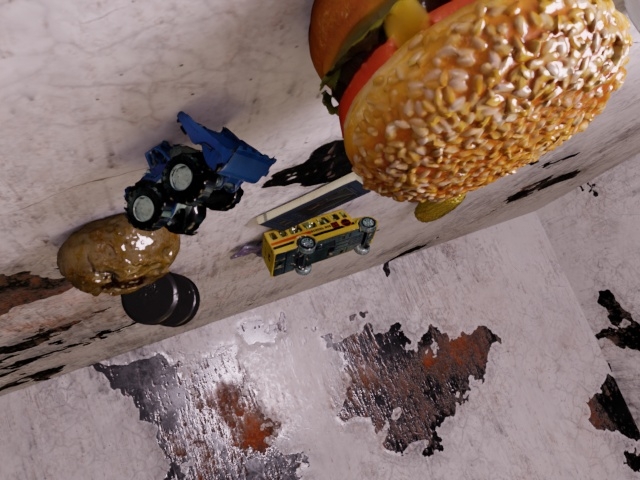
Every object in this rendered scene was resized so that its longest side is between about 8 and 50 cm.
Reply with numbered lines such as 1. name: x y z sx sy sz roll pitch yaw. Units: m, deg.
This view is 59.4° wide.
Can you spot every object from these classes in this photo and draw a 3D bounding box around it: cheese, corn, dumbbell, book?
1. cheese: -0.167 0.023 1.655 0.191 0.042 0.105 -11 164 -42
2. corn: 0.395 -0.128 1.835 0.101 0.101 0.310 -19 167 -13
3. dumbbell: -0.426 0.155 1.512 0.152 0.152 0.218 -21 169 0
4. book: -0.012 -0.093 1.428 0.269 0.025 0.191 -24 169 13

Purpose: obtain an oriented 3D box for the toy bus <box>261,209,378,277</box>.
1. toy bus: 0.000 0.000 1.611 0.335 0.123 0.121 -18 144 -23

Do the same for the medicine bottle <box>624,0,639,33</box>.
1. medicine bottle: 0.584 -0.384 0.883 0.183 0.119 0.069 -21 166 -10

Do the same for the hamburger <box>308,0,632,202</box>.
1. hamburger: 0.157 -0.196 0.637 0.330 0.250 0.330 -21 169 -4

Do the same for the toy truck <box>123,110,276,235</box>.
1. toy truck: -0.180 -0.099 0.806 0.208 0.126 0.113 -29 167 19

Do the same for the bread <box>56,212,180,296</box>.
1. bread: -0.380 0.032 1.084 0.230 0.123 0.230 -22 172 -4
